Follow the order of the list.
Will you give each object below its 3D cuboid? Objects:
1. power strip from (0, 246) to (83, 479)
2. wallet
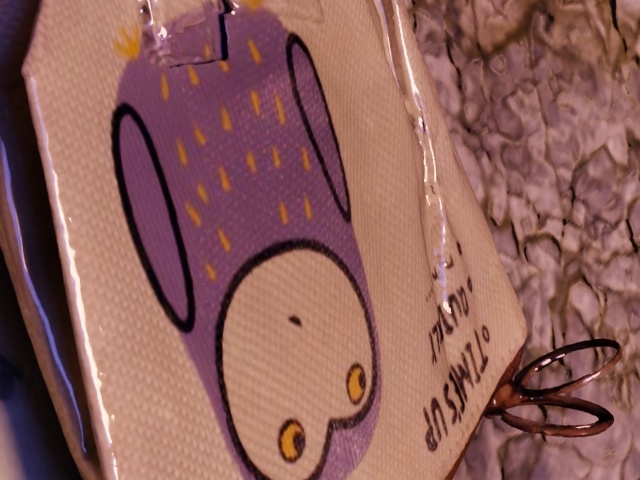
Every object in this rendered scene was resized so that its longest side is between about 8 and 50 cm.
[{"bbox_3d":[-0.091,0.055,0.578,0.213,0.064,0.198,49,35,-38],"label":"power strip"},{"bbox_3d":[-0.002,0.002,0.626,0.335,0.068,0.275,-40,110,-58],"label":"wallet"}]
